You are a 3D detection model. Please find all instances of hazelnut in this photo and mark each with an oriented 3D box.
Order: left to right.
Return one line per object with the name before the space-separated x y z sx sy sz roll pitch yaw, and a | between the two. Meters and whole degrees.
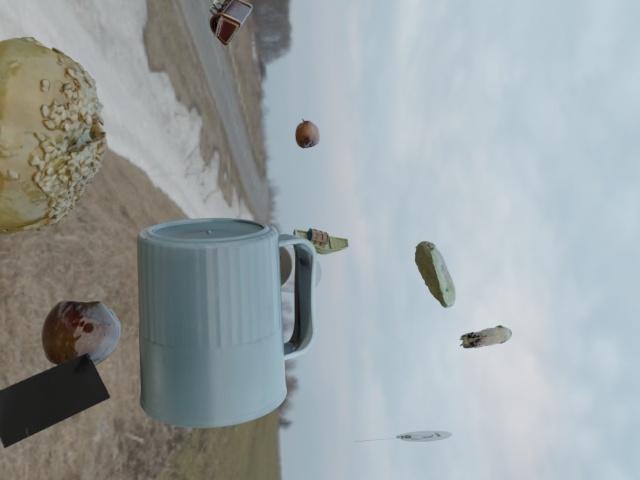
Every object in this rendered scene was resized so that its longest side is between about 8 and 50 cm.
hazelnut | -0.701 0.281 1.945 0.234 0.218 0.217 20 58 -47

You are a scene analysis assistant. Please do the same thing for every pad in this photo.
pad | -0.633 0.365 1.531 0.163 0.243 0.004 46 -31 39

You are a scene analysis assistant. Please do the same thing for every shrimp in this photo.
shrimp | 0.341 0.206 1.404 0.180 0.099 0.041 0 81 -50

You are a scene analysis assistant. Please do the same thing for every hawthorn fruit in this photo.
hawthorn fruit | -0.036 -0.291 1.810 0.077 0.077 0.077 177 -90 -86

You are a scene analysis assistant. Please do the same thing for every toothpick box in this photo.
toothpick box | -0.079 0.071 1.590 0.181 0.111 0.111 20 65 -66

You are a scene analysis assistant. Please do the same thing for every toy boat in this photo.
toy boat | 0.000 0.000 1.944 0.065 0.172 0.066 -97 -152 -42

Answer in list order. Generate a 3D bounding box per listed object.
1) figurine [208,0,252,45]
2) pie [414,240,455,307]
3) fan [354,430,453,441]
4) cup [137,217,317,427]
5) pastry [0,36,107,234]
figurine | -0.251 -0.587 1.728 0.082 0.098 0.154 -39 -160 38
pie | 0.436 0.126 2.492 0.257 0.106 0.274 51 18 -74
fan | 0.273 0.646 2.166 0.191 0.329 0.009 86 0 -84
cup | -0.158 0.127 1.163 0.257 0.332 0.311 -125 -146 -75
pastry | -0.454 -0.159 1.069 0.284 0.184 0.315 -73 177 -66
